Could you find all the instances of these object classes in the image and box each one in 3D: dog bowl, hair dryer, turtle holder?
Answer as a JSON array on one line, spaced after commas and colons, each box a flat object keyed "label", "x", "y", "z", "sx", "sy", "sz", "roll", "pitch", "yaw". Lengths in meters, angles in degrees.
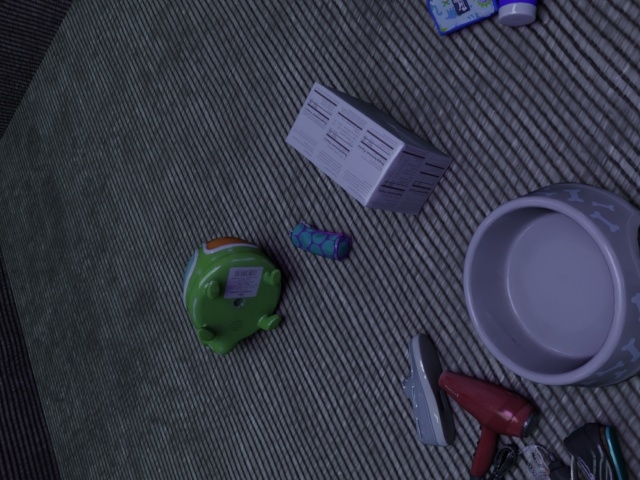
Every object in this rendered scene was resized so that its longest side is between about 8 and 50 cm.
[{"label": "dog bowl", "x": 0.382, "y": 0.078, "z": 0.933, "sx": 0.349, "sy": 0.102, "sz": 0.348, "roll": 14, "pitch": 106, "yaw": 58}, {"label": "hair dryer", "x": 0.313, "y": 0.374, "z": 1.054, "sx": 0.224, "sy": 0.080, "sz": 0.293, "roll": -40, "pitch": 64, "yaw": 32}, {"label": "turtle holder", "x": -0.229, "y": 0.136, "z": 1.445, "sx": 0.227, "sy": 0.244, "sz": 0.320, "roll": 46, "pitch": 157, "yaw": 47}]

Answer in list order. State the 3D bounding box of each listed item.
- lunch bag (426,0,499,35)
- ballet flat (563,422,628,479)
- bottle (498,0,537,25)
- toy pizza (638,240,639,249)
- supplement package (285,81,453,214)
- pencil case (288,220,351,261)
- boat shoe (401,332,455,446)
[{"label": "lunch bag", "x": 0.278, "y": -0.502, "z": 1.118, "sx": 0.129, "sy": 0.096, "sz": 0.151, "roll": -13, "pitch": 94, "yaw": 36}, {"label": "ballet flat", "x": 0.474, "y": 0.442, "z": 0.911, "sx": 0.096, "sy": 0.095, "sz": 0.280, "roll": -27, "pitch": 62, "yaw": 30}, {"label": "bottle", "x": 0.373, "y": -0.546, "z": 1.035, "sx": 0.118, "sy": 0.092, "sz": 0.282, "roll": 5, "pitch": 91, "yaw": 43}, {"label": "toy pizza", "x": 0.506, "y": 0.099, "z": 0.935, "sx": 0.202, "sy": 0.032, "sz": 0.201, "roll": -5, "pitch": 82, "yaw": 36}, {"label": "supplement package", "x": 0.099, "y": -0.188, "z": 1.174, "sx": 0.262, "sy": 0.204, "sz": 0.145, "roll": 44, "pitch": 114, "yaw": 32}, {"label": "pencil case", "x": 0.000, "y": 0.000, "z": 1.339, "sx": 0.152, "sy": 0.065, "sz": 0.070, "roll": 17, "pitch": 116, "yaw": 38}, {"label": "boat shoe", "x": 0.205, "y": 0.306, "z": 1.146, "sx": 0.081, "sy": 0.079, "sz": 0.227, "roll": -18, "pitch": 80, "yaw": 33}]
